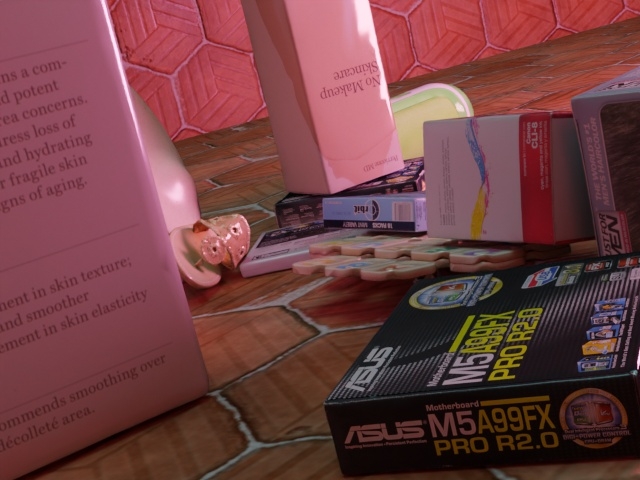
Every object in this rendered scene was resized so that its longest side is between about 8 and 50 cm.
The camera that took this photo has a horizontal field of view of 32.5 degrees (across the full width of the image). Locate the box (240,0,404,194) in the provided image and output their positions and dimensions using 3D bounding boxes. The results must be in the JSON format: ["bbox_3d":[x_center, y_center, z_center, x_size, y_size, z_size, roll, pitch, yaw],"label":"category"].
[{"bbox_3d":[0.002,-0.232,1.559,0.148,0.311,0.121,-22,15,-29],"label":"box"}]

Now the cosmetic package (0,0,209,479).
[{"bbox_3d":[-0.352,-0.005,1.001,0.329,0.393,0.327,-20,14,-30],"label":"cosmetic package"}]

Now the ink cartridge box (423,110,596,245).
[{"bbox_3d":[0.207,-0.066,1.114,0.128,0.127,0.176,-8,7,-38],"label":"ink cartridge box"}]

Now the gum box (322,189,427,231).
[{"bbox_3d":[0.122,-0.038,1.349,0.184,0.041,0.157,-5,5,-41],"label":"gum box"}]

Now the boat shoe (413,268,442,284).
[{"bbox_3d":[0.104,0.050,1.096,0.035,0.035,0.100,-8,13,23],"label":"boat shoe"}]

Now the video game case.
[{"bbox_3d":[0.000,0.000,1.459,0.190,0.022,0.173,-12,13,10],"label":"video game case"}]

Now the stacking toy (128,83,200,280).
[{"bbox_3d":[-0.435,-0.007,1.487,0.480,0.350,0.350,-28,8,17],"label":"stacking toy"}]

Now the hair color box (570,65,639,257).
[{"bbox_3d":[0.399,-0.100,1.095,0.113,0.185,0.374,0,18,43],"label":"hair color box"}]

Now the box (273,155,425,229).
[{"bbox_3d":[0.060,-0.069,1.624,0.220,0.051,0.175,-10,14,18],"label":"box"}]

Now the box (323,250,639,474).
[{"bbox_3d":[0.148,0.085,0.842,0.216,0.060,0.270,-8,14,23],"label":"box"}]

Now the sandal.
[{"bbox_3d":[-0.126,-0.008,1.418,0.079,0.088,0.240,-41,1,13],"label":"sandal"}]

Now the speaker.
[{"bbox_3d":[0.134,-0.178,1.843,0.131,0.131,0.296,-2,17,42],"label":"speaker"}]

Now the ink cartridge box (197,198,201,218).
[{"bbox_3d":[-0.342,-0.007,1.746,0.296,0.066,0.261,-14,13,-1],"label":"ink cartridge box"}]

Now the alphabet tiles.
[{"bbox_3d":[0.122,0.008,1.189,0.278,0.021,0.284,-11,9,-37],"label":"alphabet tiles"}]
